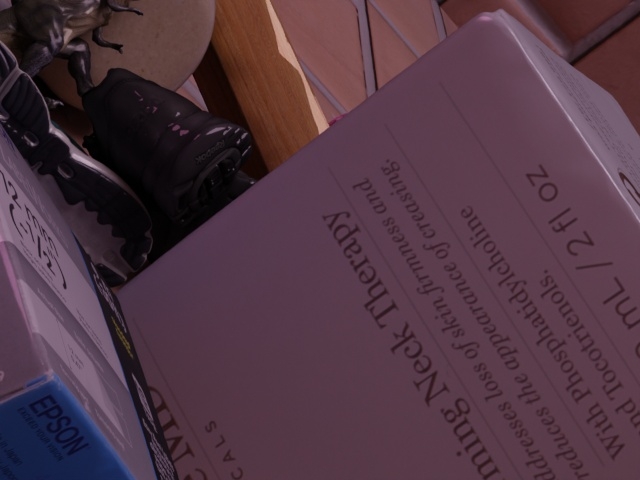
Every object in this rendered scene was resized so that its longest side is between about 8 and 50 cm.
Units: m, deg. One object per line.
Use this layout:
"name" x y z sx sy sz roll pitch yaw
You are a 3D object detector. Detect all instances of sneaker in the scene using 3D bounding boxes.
"sneaker" -0.238 -0.070 1.287 0.275 0.107 0.110 51 -4 -26
"sneaker" -0.123 -0.056 1.390 0.130 0.109 0.286 39 -19 11

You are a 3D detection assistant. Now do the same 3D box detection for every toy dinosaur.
"toy dinosaur" -0.213 -0.154 1.385 0.268 0.064 0.118 -19 76 -31

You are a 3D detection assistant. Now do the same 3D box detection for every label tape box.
"label tape box" -0.192 0.030 1.008 0.249 0.115 0.347 64 3 -52

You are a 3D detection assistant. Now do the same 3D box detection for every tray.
"tray" -0.060 -0.136 1.663 0.203 0.076 0.411 99 -31 -73

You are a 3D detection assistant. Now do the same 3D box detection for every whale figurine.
"whale figurine" -0.214 -0.233 1.503 0.141 0.216 0.272 25 -19 53

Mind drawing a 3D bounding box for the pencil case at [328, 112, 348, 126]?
"pencil case" 0.067 -0.105 2.180 0.209 0.095 0.098 11 80 -70

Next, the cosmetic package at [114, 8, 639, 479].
"cosmetic package" 0.104 0.104 1.284 0.329 0.394 0.327 59 16 19
